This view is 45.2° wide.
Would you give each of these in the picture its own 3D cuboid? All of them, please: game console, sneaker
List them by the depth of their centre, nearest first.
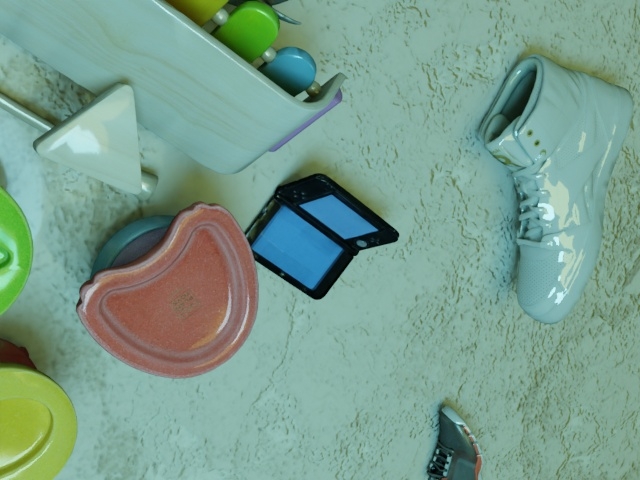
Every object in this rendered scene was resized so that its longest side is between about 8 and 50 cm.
[{"bbox_3d":[0.000,0.000,0.790,0.122,0.107,0.071,36,59,-30],"label":"game console"},{"bbox_3d":[0.239,-0.060,0.875,0.169,0.108,0.292,15,88,-27],"label":"sneaker"},{"bbox_3d":[0.164,0.281,0.958,0.065,0.061,0.157,-21,112,-13],"label":"sneaker"}]

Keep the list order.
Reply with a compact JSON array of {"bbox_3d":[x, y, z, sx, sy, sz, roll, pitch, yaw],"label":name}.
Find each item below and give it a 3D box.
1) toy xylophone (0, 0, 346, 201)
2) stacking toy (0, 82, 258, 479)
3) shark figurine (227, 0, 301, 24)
[{"bbox_3d":[-0.151,-0.154,0.622,0.323,0.236,0.081,40,43,-33],"label":"toy xylophone"},{"bbox_3d":[-0.229,0.030,0.650,0.309,0.130,0.279,-30,116,-19],"label":"stacking toy"},{"bbox_3d":[-0.033,-0.231,0.670,0.278,0.116,0.166,-14,141,-48],"label":"shark figurine"}]
